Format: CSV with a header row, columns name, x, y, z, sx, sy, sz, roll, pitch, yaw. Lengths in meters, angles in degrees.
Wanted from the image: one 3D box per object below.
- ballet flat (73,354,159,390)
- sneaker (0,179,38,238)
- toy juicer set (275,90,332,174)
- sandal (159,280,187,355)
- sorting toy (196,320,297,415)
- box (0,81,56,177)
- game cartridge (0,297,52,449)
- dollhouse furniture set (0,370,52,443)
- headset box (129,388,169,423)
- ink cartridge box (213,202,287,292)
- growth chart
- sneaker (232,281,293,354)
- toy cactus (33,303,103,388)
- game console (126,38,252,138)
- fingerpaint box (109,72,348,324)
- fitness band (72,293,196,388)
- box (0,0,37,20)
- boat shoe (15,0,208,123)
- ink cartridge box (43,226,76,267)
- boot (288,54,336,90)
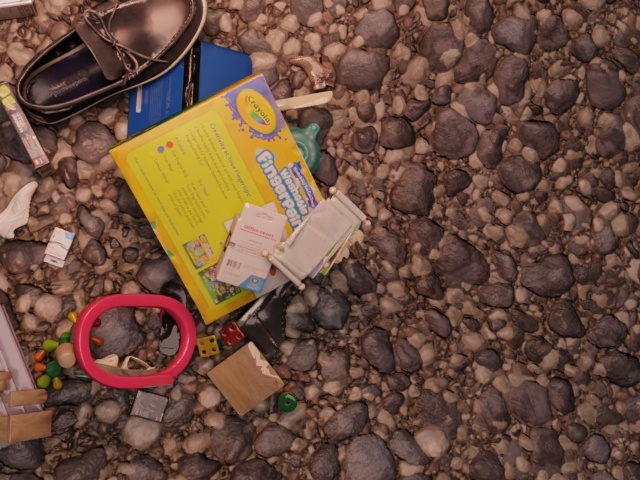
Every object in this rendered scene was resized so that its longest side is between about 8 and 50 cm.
name,x,y,z,sx,sy,sz,roll,pitch,yaw
ballet flat,-0.459,0.292,1.766,0.213,0.072,0.068,21,69,-41
sneaker,-0.696,-0.071,1.799,0.061,0.054,0.152,37,84,-15
toy juicer set,-0.101,-0.221,1.917,0.209,0.089,0.329,10,93,-8
sandal,-0.351,0.184,1.844,0.067,0.040,0.179,2,83,-11
sorting toy,-0.181,0.317,1.851,0.132,0.046,0.274,-37,96,3
box,-0.678,-0.251,1.786,0.036,0.114,0.207,-28,90,-13
game cartridge,-0.776,0.301,1.736,0.230,0.068,0.355,-22,89,-9
dollhouse furniture set,-0.689,0.359,1.706,0.151,0.123,0.144,-2,83,23
headset box,-0.403,0.385,1.816,0.083,0.032,0.062,19,81,-11
ink cartridge box,-0.151,0.011,1.685,0.104,0.060,0.180,19,98,-16
growth chart,0.000,0.000,1.710,0.237,0.021,0.172,-45,127,-10
sneaker,-0.100,0.164,1.886,0.118,0.083,0.222,43,87,-9
toy cactus,-0.559,0.250,1.729,0.219,0.180,0.112,-47,109,-6
game console,-0.321,-0.333,1.915,0.250,0.173,0.293,0,83,19
fingerpaint box,-0.203,-0.099,1.769,0.371,0.163,0.444,-28,106,-4
fitness band,-0.409,0.223,1.732,0.291,0.054,0.209,5,78,-40
box,-0.824,-0.593,1.807,0.290,0.087,0.169,-13,87,-12
boat shoe,-0.475,-0.430,1.769,0.500,0.156,0.186,-31,95,2
ink cartridge box,-0.610,0.016,1.815,0.048,0.028,0.083,21,81,-9
boot,-0.017,-0.425,1.981,0.118,0.042,0.087,-7,87,-12
